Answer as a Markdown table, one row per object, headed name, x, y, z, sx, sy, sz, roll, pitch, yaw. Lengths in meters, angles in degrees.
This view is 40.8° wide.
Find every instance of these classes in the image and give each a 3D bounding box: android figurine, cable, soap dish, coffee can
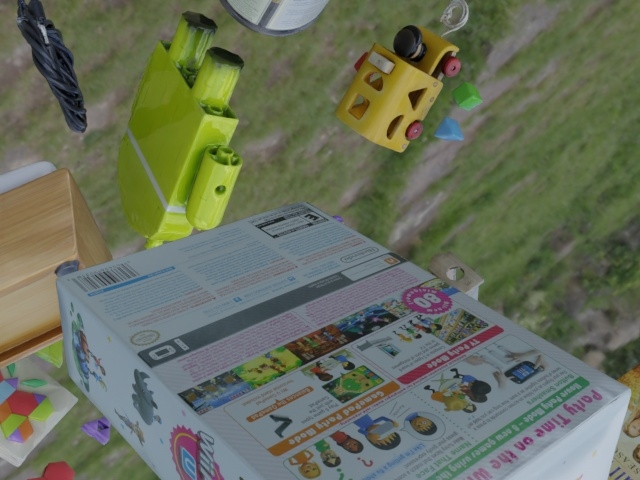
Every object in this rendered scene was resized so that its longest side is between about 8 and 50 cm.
| name | x | y | z | sx | sy | sz | roll | pitch | yaw |
| --- | --- | --- | --- | --- | --- | --- | --- | --- | --- |
| android figurine | -0.166 | -0.112 | 0.986 | 0.056 | 0.248 | 0.273 | 3 | 126 | -35 |
| cable | -0.322 | -0.207 | 1.074 | 0.047 | 0.150 | 0.184 | -25 | 150 | -11 |
| soap dish | -0.360 | 0.057 | 0.886 | 0.291 | 0.118 | 0.229 | -26 | 160 | -13 |
| coffee can | -0.040 | -0.459 | 1.312 | 0.201 | 0.201 | 0.275 | -38 | -177 | -21 |

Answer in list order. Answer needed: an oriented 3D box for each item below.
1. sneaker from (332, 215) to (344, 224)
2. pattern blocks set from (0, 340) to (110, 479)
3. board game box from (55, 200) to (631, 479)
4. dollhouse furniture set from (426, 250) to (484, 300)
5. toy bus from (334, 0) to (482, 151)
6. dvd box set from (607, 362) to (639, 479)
| name | x | y | z | sx | sy | sz | roll | pitch | yaw |
| --- | --- | --- | --- | --- | --- | --- | --- | --- | --- |
| sneaker | 0.000 | 0.000 | 1.578 | 0.068 | 0.071 | 0.170 | 1 | 162 | -35 |
| pattern blocks set | -0.445 | 0.218 | 1.193 | 0.026 | 0.325 | 0.285 | -52 | -164 | 36 |
| board game box | 0.002 | 0.095 | 0.560 | 0.224 | 0.303 | 0.097 | -20 | 127 | -36 |
| dollhouse furniture set | 0.209 | 0.140 | 1.604 | 0.161 | 0.101 | 0.182 | -33 | 143 | -19 |
| toy bus | 0.106 | -0.225 | 1.175 | 0.191 | 0.202 | 0.104 | -16 | 163 | 37 |
| dvd box set | 0.573 | 0.348 | 1.389 | 0.420 | 0.307 | 0.062 | -30 | 139 | -16 |
